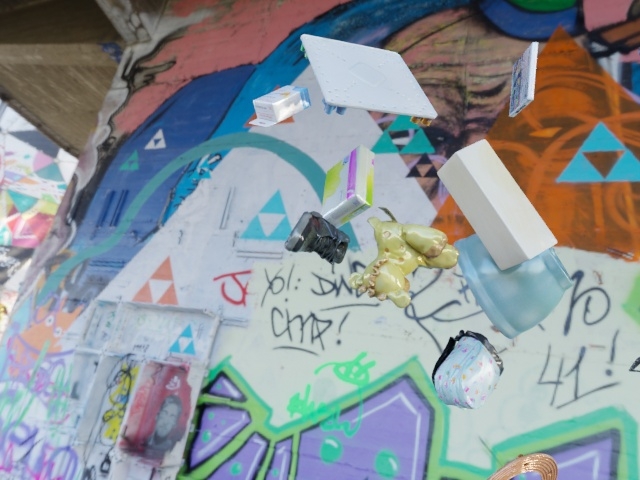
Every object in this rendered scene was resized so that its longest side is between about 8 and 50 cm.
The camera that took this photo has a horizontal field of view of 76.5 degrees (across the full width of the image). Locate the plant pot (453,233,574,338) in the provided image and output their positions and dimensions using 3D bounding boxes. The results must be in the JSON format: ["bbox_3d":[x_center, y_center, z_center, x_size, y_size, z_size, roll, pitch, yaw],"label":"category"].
[{"bbox_3d":[0.514,0.082,1.053,0.196,0.292,0.293,-33,-42,28],"label":"plant pot"}]

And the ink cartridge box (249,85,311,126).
[{"bbox_3d":[-0.132,-0.419,1.258,0.104,0.181,0.061,25,-40,41],"label":"ink cartridge box"}]

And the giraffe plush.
[{"bbox_3d":[0.159,0.054,0.845,0.210,0.170,0.181,30,-13,-26],"label":"giraffe plush"}]

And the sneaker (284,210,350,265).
[{"bbox_3d":[0.000,0.000,0.898,0.130,0.087,0.227,35,12,5],"label":"sneaker"}]

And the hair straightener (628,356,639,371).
[{"bbox_3d":[0.688,0.253,0.761,0.047,0.088,0.230,-19,-14,-16],"label":"hair straightener"}]

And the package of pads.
[{"bbox_3d":[0.110,-0.217,1.664,0.101,0.296,0.229,29,-40,-27],"label":"package of pads"}]

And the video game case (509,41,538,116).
[{"bbox_3d":[0.734,-0.575,1.470,0.023,0.201,0.183,5,0,6],"label":"video game case"}]

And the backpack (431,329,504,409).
[{"bbox_3d":[0.366,0.329,1.009,0.151,0.182,0.115,55,-27,-2],"label":"backpack"}]

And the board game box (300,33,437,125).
[{"bbox_3d":[0.150,-0.537,1.361,0.391,0.389,0.050,-1,-37,-22],"label":"board game box"}]

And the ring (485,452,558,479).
[{"bbox_3d":[0.541,0.736,1.167,0.337,0.336,0.032,21,13,-27],"label":"ring"}]

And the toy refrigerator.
[{"bbox_3d":[0.385,-0.080,0.898,0.094,0.269,0.102,-26,-12,-16],"label":"toy refrigerator"}]

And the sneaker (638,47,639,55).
[{"bbox_3d":[1.029,-0.507,1.177,0.221,0.083,0.087,51,-1,30],"label":"sneaker"}]
